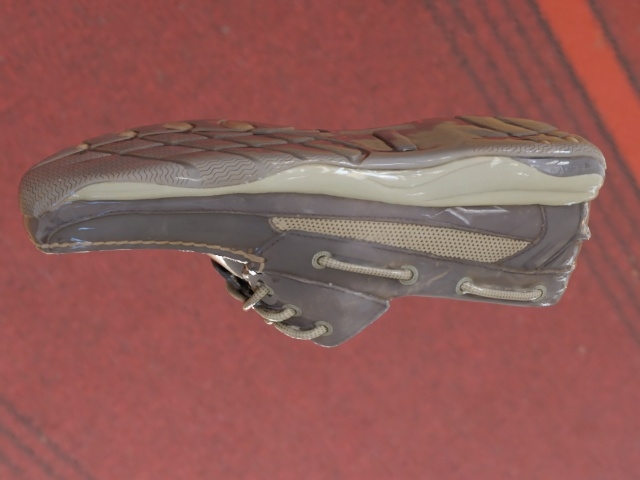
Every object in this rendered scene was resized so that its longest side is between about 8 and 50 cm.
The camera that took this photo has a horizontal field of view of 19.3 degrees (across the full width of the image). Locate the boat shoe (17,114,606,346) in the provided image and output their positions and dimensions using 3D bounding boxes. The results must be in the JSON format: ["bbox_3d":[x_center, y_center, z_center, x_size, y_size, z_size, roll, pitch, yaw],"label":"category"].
[{"bbox_3d":[0.000,0.000,1.122,0.355,0.132,0.130,-1,104,-10],"label":"boat shoe"}]
